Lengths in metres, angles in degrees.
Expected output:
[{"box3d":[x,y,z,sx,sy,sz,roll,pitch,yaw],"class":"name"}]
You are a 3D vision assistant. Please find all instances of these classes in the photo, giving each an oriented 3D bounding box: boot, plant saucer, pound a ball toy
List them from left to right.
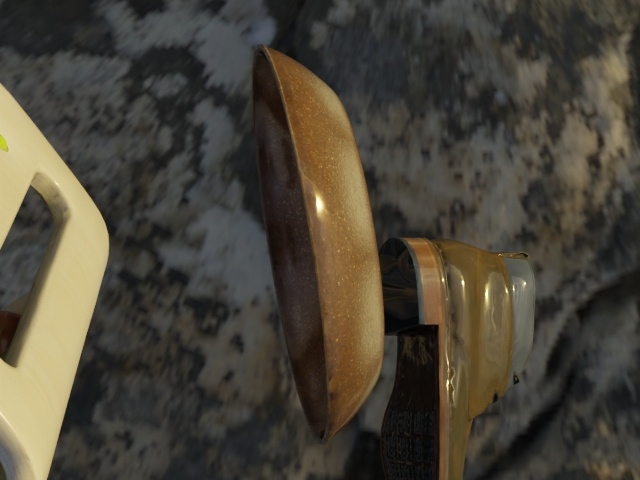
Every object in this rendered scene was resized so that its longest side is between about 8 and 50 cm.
[{"box3d":[-0.190,0.061,0.796,0.208,0.319,0.136,-33,104,8],"class":"pound a ball toy"},{"box3d":[0.000,0.000,0.980,0.036,0.198,0.198,-8,103,-7],"class":"plant saucer"},{"box3d":[0.101,0.105,1.336,0.106,0.082,0.219,-3,89,-28],"class":"boot"}]
